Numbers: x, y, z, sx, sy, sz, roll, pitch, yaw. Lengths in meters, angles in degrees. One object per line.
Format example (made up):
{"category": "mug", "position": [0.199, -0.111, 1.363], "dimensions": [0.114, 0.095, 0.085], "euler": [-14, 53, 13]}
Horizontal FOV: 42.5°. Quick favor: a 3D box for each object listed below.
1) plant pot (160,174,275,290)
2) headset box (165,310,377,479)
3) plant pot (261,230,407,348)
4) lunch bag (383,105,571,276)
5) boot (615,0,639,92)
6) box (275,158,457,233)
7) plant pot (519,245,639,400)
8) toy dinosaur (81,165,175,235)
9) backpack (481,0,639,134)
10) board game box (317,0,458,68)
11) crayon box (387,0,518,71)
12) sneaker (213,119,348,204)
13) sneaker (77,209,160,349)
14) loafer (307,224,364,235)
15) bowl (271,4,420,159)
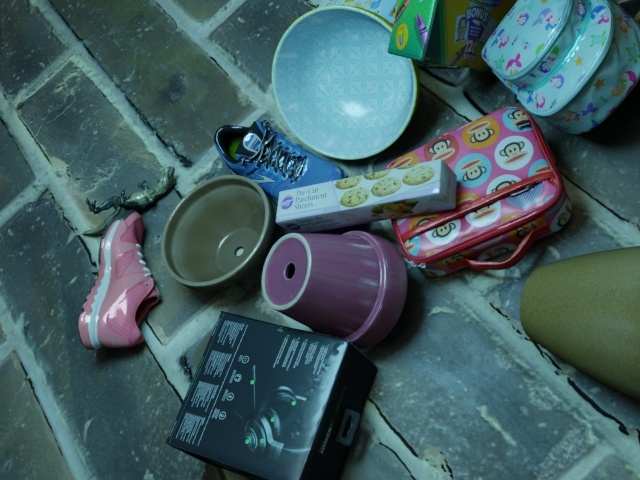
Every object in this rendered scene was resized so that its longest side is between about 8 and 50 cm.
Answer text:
{"category": "plant pot", "position": [-0.180, 0.000, 1.589], "dimensions": [0.238, 0.110, 0.237], "euler": [-13, 58, 22]}
{"category": "headset box", "position": [-0.070, 0.273, 1.361], "dimensions": [0.283, 0.131, 0.246], "euler": [8, 67, 31]}
{"category": "plant pot", "position": [0.011, 0.069, 1.363], "dimensions": [0.201, 0.180, 0.201], "euler": [-24, 58, 45]}
{"category": "lunch bag", "position": [0.264, -0.063, 1.392], "dimensions": [0.293, 0.120, 0.258], "euler": [-25, 57, 17]}
{"category": "boot", "position": [0.627, -0.355, 1.382], "dimensions": [0.220, 0.109, 0.283], "euler": [-12, 51, 17]}
{"category": "box", "position": [0.073, -0.070, 1.398], "dimensions": [0.324, 0.063, 0.067], "euler": [-8, 62, 33]}
{"category": "plant pot", "position": [0.422, 0.109, 1.159], "dimensions": [0.254, 0.237, 0.237], "euler": [7, 66, 47]}
{"category": "toy dinosaur", "position": [-0.429, -0.075, 1.766], "dimensions": [0.268, 0.118, 0.064], "euler": [-30, 77, 12]}
{"category": "backpack", "position": [0.405, -0.307, 1.355], "dimensions": [0.225, 0.191, 0.253], "euler": [-54, 34, 25]}
{"category": "board game box", "position": [0.151, -0.448, 1.648], "dimensions": [0.275, 0.142, 0.144], "euler": [11, 68, 33]}
{"category": "crayon box", "position": [0.245, -0.394, 1.456], "dimensions": [0.081, 0.279, 0.165], "euler": [25, 110, 37]}
{"category": "sneaker", "position": [-0.092, -0.146, 1.596], "dimensions": [0.330, 0.147, 0.129], "euler": [22, 76, 38]}
{"category": "sneaker", "position": [-0.384, 0.084, 1.672], "dimensions": [0.136, 0.116, 0.313], "euler": [5, 61, 5]}
{"category": "loafer", "position": [0.000, 0.000, 1.513], "dimensions": [0.223, 0.078, 0.076], "euler": [-45, 52, -1]}
{"category": "bowl", "position": [0.068, -0.315, 1.587], "dimensions": [0.290, 0.289, 0.156], "euler": [-5, 19, 26]}
